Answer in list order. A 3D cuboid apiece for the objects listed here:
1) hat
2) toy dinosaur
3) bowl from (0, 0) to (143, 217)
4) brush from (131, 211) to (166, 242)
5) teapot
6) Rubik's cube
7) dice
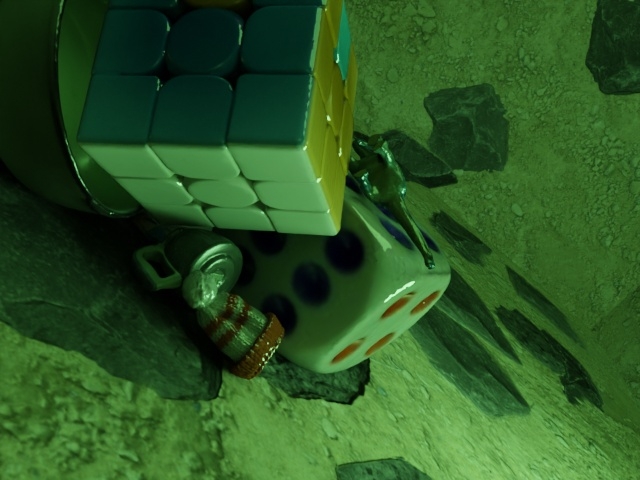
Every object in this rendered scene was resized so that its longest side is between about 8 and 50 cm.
[{"bbox_3d":[-0.132,0.110,1.039,0.162,0.093,0.112,40,18,-12],"label":"hat"},{"bbox_3d":[0.092,-0.101,1.181,0.147,0.076,0.363,54,8,-38],"label":"toy dinosaur"},{"bbox_3d":[-0.357,-0.207,1.035,0.185,0.354,0.354,0,12,12],"label":"bowl"},{"bbox_3d":[-0.233,0.016,1.183,0.164,0.014,0.051,43,18,-3],"label":"brush"},{"bbox_3d":[-0.200,0.040,1.096,0.108,0.149,0.111,34,-30,35],"label":"teapot"},{"bbox_3d":[-0.115,-0.195,1.016,0.291,0.290,0.292,65,29,-67],"label":"Rubik's cube"},{"bbox_3d":[0.018,0.034,1.263,0.304,0.277,0.304,51,18,19],"label":"dice"}]
